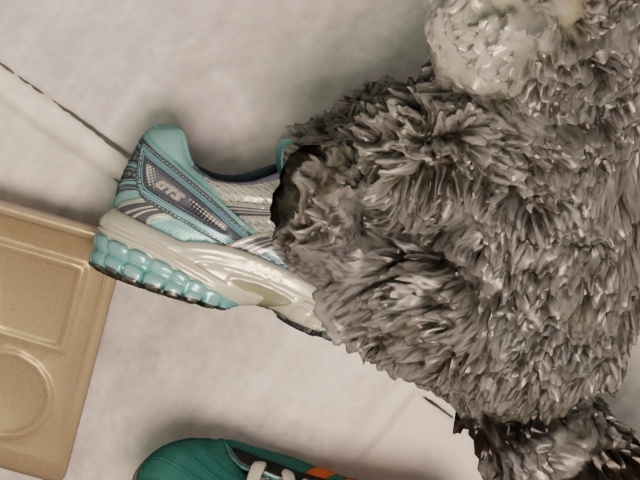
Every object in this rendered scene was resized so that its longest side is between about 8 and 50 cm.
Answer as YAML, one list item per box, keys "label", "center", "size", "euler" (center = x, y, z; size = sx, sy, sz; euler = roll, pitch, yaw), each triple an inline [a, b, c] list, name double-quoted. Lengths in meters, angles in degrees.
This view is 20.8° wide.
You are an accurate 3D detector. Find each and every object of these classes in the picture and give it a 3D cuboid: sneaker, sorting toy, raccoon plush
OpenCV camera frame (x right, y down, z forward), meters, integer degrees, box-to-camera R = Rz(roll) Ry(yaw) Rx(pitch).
- label: "sneaker"
  center: [0.023, 0.201, 1.176]
  size: [0.302, 0.108, 0.121]
  euler: [23, 153, -11]
- label: "sneaker"
  center: [0.000, 0.000, 1.133]
  size: [0.283, 0.110, 0.122]
  euler: [15, 90, -11]
- label: "sorting toy"
  center: [-0.248, 0.056, 1.205]
  size: [0.193, 0.038, 0.208]
  euler: [16, 114, -2]
- label: "raccoon plush"
  center: [0.186, -0.009, 1.008]
  size: [0.446, 0.216, 0.299]
  euler: [49, 131, -9]
